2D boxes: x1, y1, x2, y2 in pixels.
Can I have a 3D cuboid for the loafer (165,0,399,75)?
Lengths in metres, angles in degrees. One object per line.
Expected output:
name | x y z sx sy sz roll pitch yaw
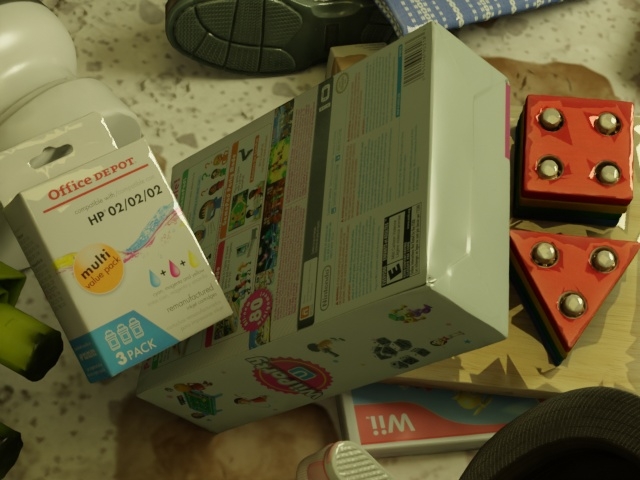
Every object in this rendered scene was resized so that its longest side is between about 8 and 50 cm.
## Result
loafer | -0.024 -0.216 1.316 0.268 0.096 0.084 -2 41 -20

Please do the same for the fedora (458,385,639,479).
fedora | 0.206 0.248 1.006 0.124 0.275 0.243 19 23 -49

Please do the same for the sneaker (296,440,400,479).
sneaker | 0.034 0.214 1.094 0.134 0.070 0.051 48 49 -16

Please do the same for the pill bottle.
pill bottle | -0.335 -0.151 1.138 0.363 0.210 0.210 41 61 13

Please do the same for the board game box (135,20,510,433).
board game box | 0.000 0.000 1.061 0.097 0.303 0.224 31 51 -36

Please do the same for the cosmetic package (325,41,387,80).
cosmetic package | 0.049 -0.132 1.282 0.060 0.041 0.115 -8 49 -17

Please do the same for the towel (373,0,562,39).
towel | 0.138 -0.316 1.380 0.336 0.040 0.243 -19 67 -37

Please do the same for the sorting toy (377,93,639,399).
sorting toy | 0.148 -0.007 1.141 0.257 0.089 0.255 5 70 2

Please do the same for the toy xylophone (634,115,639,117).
toy xylophone | 0.364 0.030 1.237 0.236 0.081 0.322 -9 63 -16

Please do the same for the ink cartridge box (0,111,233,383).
ink cartridge box | -0.154 -0.002 0.990 0.104 0.061 0.181 -28 92 -26

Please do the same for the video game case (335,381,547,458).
video game case | 0.099 0.048 1.211 0.204 0.025 0.285 -3 61 -12

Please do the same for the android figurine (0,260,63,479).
android figurine | -0.328 0.065 1.033 0.273 0.056 0.248 28 100 16
